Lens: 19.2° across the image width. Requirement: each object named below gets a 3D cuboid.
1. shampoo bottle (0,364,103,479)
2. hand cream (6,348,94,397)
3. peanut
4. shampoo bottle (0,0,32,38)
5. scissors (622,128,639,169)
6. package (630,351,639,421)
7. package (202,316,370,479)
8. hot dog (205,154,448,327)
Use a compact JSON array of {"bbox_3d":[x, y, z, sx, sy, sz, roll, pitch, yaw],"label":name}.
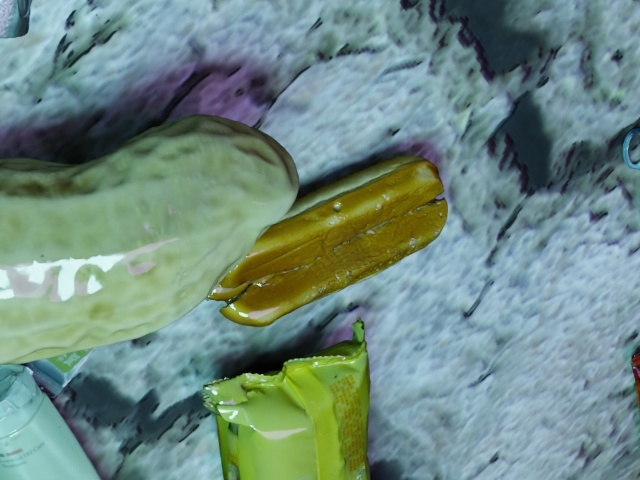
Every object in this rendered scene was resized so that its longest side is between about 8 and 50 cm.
[{"bbox_3d":[-0.207,0.185,1.440,0.072,0.049,0.212,-23,124,5],"label":"shampoo bottle"},{"bbox_3d":[-0.152,0.010,1.410,0.235,0.055,0.086,-48,125,2],"label":"hand cream"},{"bbox_3d":[-0.170,-0.001,1.308,0.325,0.153,0.140,-20,130,-13],"label":"peanut"},{"bbox_3d":[-0.212,-0.241,1.251,0.063,0.057,0.208,1,107,-26],"label":"shampoo bottle"},{"bbox_3d":[0.296,-0.048,1.702,0.058,0.014,0.119,-15,114,-24],"label":"scissors"},{"bbox_3d":[0.338,0.172,1.819,0.083,0.022,0.200,-25,123,-22],"label":"package"},{"bbox_3d":[-0.017,0.179,1.541,0.168,0.090,0.226,-19,122,-30],"label":"package"},{"bbox_3d":[0.000,0.000,1.493,0.235,0.062,0.092,-22,121,-28],"label":"hot dog"}]
